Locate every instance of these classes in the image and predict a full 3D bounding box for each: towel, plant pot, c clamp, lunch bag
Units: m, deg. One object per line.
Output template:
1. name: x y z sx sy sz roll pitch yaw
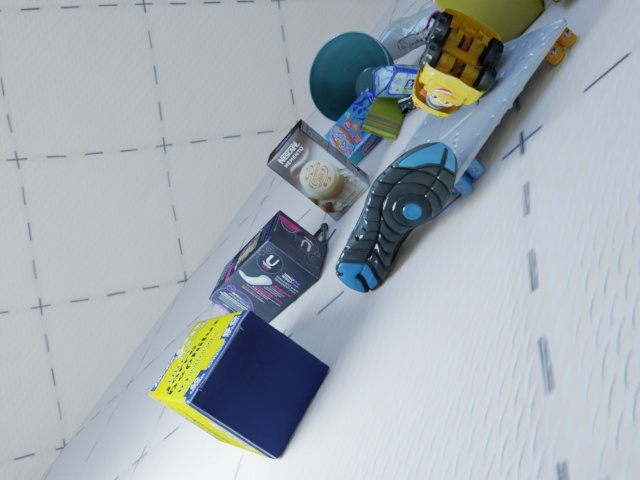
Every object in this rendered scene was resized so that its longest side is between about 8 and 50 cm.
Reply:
1. towel: 0.192 -0.368 1.942 0.237 0.102 0.021 -66 -4 -46
2. plant pot: 0.133 -0.516 2.205 0.290 0.290 0.195 -46 -19 23
3. plant pot: 0.408 -0.575 1.586 0.187 0.212 0.212 -26 27 34
4. c clamp: 0.000 0.000 1.809 0.137 0.022 0.160 -54 15 15
5. lunch bag: 0.236 -0.458 1.917 0.151 0.129 0.096 163 104 -69

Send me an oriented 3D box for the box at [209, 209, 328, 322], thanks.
1. box: -0.133 0.082 1.722 0.270 0.165 0.143 -42 18 33

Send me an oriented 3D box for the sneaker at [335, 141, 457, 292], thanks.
1. sneaker: 0.133 -0.060 1.252 0.341 0.125 0.139 -55 7 35

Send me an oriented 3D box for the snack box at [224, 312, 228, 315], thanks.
1. snack box: -0.261 0.294 1.819 0.187 0.060 0.322 -50 15 7

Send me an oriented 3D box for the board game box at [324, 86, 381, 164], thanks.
1. board game box: 0.117 -0.338 2.049 0.210 0.047 0.160 -47 46 23

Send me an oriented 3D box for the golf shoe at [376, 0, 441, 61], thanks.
1. golf shoe: 0.313 -0.684 2.213 0.306 0.115 0.140 -35 29 8

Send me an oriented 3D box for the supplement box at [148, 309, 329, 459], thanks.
1. supplement box: -0.173 0.277 1.321 0.194 0.195 0.356 -58 15 -22

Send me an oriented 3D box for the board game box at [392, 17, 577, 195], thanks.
1. board game box: 0.304 -0.250 1.400 0.390 0.050 0.390 -54 14 -7

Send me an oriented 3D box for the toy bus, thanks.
1. toy bus: 0.256 -0.334 1.397 0.211 0.149 0.220 -56 9 50

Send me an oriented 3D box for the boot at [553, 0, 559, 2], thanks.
1. boot: 0.545 -0.636 1.454 0.211 0.104 0.295 -36 27 31

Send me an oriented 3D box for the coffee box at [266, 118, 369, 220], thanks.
1. coffee box: -0.006 -0.188 1.811 0.141 0.246 0.098 -47 15 21

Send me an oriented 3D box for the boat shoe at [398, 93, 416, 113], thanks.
1. boat shoe: 0.263 -0.385 1.871 0.049 0.042 0.133 -12 -1 -26
